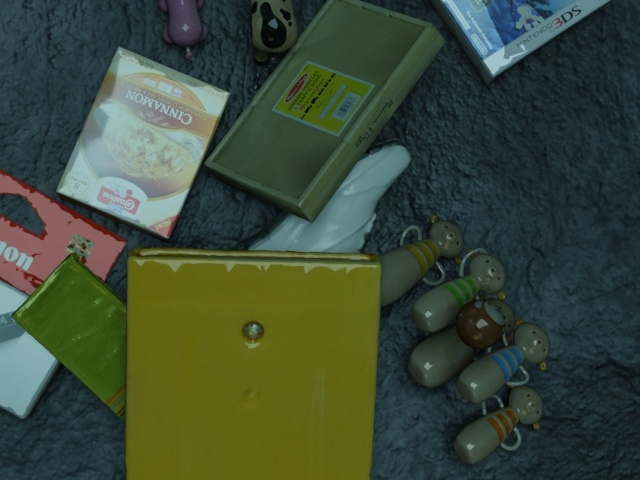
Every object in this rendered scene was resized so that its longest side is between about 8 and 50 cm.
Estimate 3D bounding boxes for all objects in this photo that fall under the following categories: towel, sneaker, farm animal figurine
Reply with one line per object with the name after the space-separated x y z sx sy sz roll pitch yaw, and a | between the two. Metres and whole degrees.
-0.233 0.129 1.846 0.237 0.021 0.102 45 78 -17 | towel
0.000 0.000 1.888 0.297 0.111 0.129 -44 101 -1 | sneaker
-0.126 -0.390 1.872 0.330 0.172 0.327 29 82 -1 | farm animal figurine

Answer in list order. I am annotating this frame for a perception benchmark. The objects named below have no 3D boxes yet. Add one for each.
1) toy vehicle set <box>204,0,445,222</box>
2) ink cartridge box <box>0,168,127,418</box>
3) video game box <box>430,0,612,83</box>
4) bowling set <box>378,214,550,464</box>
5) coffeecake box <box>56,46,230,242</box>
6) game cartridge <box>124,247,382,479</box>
0.004 -0.158 1.866 0.166 0.035 0.267 26 75 41 | toy vehicle set
-0.396 0.037 1.864 0.275 0.060 0.239 29 84 -1 | ink cartridge box
0.224 -0.324 1.956 0.187 0.048 0.205 -34 88 -9 | video game box
0.192 0.101 1.830 0.154 0.200 0.287 -32 93 -27 | bowling set
-0.206 -0.110 1.888 0.142 0.068 0.186 22 83 -3 | coffeecake box
-0.079 0.170 1.831 0.285 0.053 0.324 2 105 -4 | game cartridge
